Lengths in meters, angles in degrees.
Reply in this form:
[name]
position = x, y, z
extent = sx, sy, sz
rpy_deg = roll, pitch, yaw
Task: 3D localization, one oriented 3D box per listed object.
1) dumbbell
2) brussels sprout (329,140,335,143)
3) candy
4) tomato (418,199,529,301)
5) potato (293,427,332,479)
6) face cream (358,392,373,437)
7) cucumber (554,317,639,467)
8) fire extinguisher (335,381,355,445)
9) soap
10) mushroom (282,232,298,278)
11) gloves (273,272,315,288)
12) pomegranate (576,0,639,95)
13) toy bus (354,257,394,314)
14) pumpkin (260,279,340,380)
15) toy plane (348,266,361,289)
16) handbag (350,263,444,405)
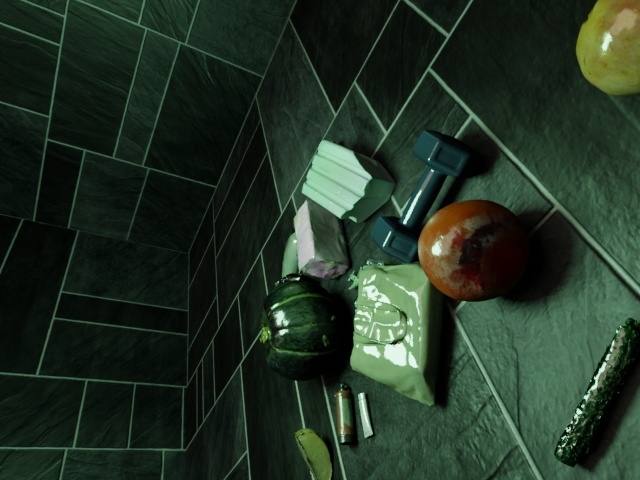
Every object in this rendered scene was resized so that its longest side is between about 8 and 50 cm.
[dumbbell]
position = 0.256, -0.105, 1.120
extent = 0.325, 0.144, 0.160
rpy_deg = -66, 30, 20
[brussels sprout]
position = 0.028, -0.291, 1.713
extent = 0.139, 0.100, 0.181
rpy_deg = 153, 110, -76
[candy]
position = 0.000, 0.000, 1.549
extent = 0.116, 0.155, 0.265
rpy_deg = -52, 34, 41
[tomato]
position = 0.303, 0.019, 0.891
extent = 0.184, 0.207, 0.208
rpy_deg = 145, 136, -79
[potato]
position = -0.007, 0.644, 1.358
extent = 0.172, 0.089, 0.101
rpy_deg = 60, 161, 13
[face cream]
position = 0.123, 0.477, 1.227
extent = 0.038, 0.020, 0.115
rpy_deg = -47, 41, 43
[cucumber]
position = 0.440, 0.241, 0.704
extent = 0.044, 0.043, 0.257
rpy_deg = 34, 107, 57
[fire extinguisher]
position = 0.069, 0.493, 1.296
extent = 0.062, 0.050, 0.178
rpy_deg = 74, -169, -57
[soap]
position = 0.086, -0.192, 1.478
extent = 0.347, 0.114, 0.209
rpy_deg = 39, 111, 54
[mushroom]
position = -0.101, 0.085, 1.780
extent = 0.118, 0.103, 0.270
rpy_deg = -117, 38, -59
[gloves]
position = -0.114, 0.185, 1.679
extent = 0.203, 0.164, 0.124
rpy_deg = 1, 51, 41
[pomegranate]
position = 0.506, -0.320, 0.691
extent = 0.191, 0.191, 0.192
rpy_deg = -37, 45, 51
[toy bus]
position = 0.156, 0.143, 1.261
extent = 0.079, 0.077, 0.175
rpy_deg = 13, 90, 58
[pumpkin]
position = -0.067, 0.286, 1.443
extent = 0.323, 0.241, 0.324
rpy_deg = 178, 90, -69
[toy plane]
position = 0.112, 0.121, 1.407
extent = 0.080, 0.033, 0.083
rpy_deg = -60, 28, -1
[handbag]
position = 0.192, 0.212, 1.104
extent = 0.253, 0.109, 0.316
rpy_deg = 0, 82, 46
